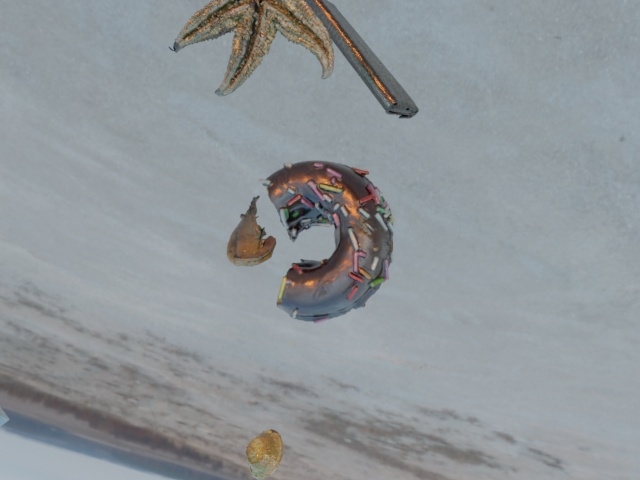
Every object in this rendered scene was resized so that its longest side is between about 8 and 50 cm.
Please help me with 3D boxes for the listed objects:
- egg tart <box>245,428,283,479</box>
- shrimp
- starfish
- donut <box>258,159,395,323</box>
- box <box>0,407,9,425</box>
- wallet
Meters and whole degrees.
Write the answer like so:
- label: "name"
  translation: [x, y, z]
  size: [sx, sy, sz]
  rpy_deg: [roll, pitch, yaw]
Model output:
- label: "egg tart"
  translation: [-0.152, 0.553, 1.616]
  size: [0.128, 0.129, 0.049]
  rpy_deg: [-6, 147, 42]
- label: "shrimp"
  translation: [-0.153, -0.017, 1.509]
  size: [0.117, 0.262, 0.066]
  rpy_deg: [9, 130, 5]
- label: "starfish"
  translation: [-0.073, -0.280, 0.744]
  size: [0.240, 0.227, 0.043]
  rpy_deg: [45, -162, 4]
- label: "donut"
  translation: [0.021, -0.008, 1.276]
  size: [0.259, 0.345, 0.136]
  rpy_deg: [-9, 171, 18]
- label: "box"
  translation: [-0.582, 0.265, 0.904]
  size: [0.067, 0.155, 0.243]
  rpy_deg: [41, 158, 17]
- label: "wallet"
  translation: [0.061, -0.299, 0.997]
  size: [0.039, 0.243, 0.133]
  rpy_deg: [-38, 170, 22]
